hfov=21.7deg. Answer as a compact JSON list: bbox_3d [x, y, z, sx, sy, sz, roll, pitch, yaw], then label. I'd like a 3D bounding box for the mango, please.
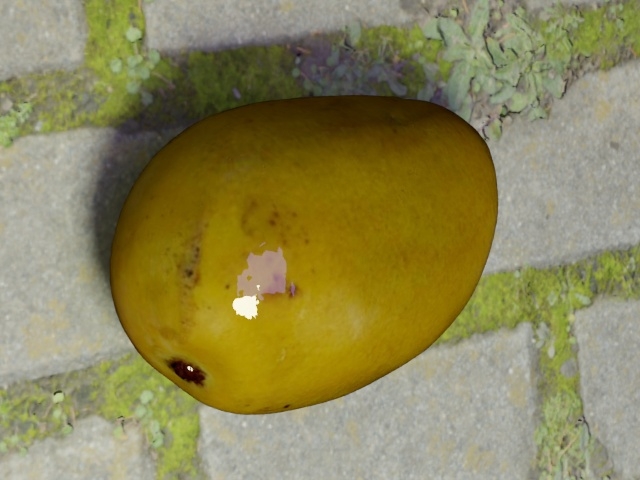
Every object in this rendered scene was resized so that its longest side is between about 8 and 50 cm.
[{"bbox_3d":[0.000,0.000,1.627,0.445,0.232,0.300,-23,99,-37],"label":"mango"}]
